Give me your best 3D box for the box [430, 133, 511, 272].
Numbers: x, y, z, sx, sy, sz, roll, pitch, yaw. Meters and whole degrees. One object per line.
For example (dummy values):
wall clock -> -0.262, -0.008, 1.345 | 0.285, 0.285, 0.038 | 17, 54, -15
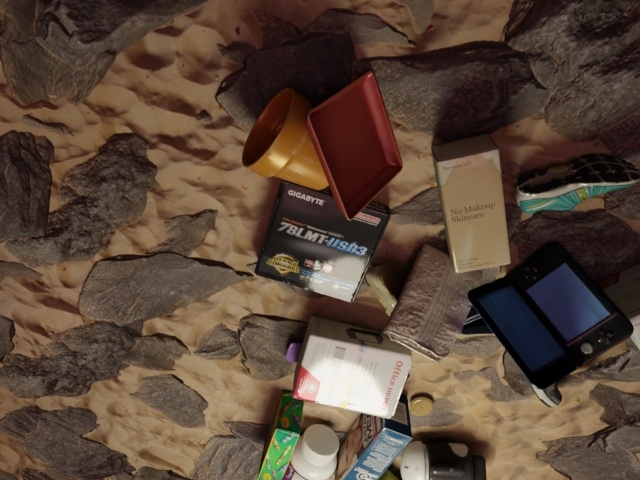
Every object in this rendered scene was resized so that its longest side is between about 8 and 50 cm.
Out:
box -> 0.372, -0.088, 1.217 | 0.148, 0.121, 0.311 | -13, 117, 12

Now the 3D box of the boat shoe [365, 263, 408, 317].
boat shoe -> 0.237, 0.185, 1.400 | 0.302, 0.109, 0.098 | 51, 152, -20

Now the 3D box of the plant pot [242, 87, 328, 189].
plant pot -> -0.050, -0.216, 1.150 | 0.188, 0.205, 0.205 | 29, 118, -28

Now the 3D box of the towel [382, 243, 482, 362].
towel -> 0.301, 0.166, 1.312 | 0.187, 0.049, 0.282 | 27, 78, -4

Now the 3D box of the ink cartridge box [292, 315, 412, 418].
ink cartridge box -> 0.089, 0.376, 1.466 | 0.306, 0.131, 0.226 | 14, 107, -6

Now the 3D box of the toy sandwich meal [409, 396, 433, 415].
toy sandwich meal -> 0.332, 0.543, 1.622 | 0.085, 0.029, 0.085 | 2, 114, 4

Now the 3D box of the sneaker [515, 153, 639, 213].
sneaker -> 0.621, -0.132, 1.204 | 0.275, 0.107, 0.110 | -11, 137, 15

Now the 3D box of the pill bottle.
pill bottle -> -0.041, 0.781, 1.701 | 0.169, 0.169, 0.301 | 18, 118, -5

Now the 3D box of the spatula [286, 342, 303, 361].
spatula -> 0.039, 0.382, 1.553 | 0.296, 0.030, 0.084 | 16, 119, -5

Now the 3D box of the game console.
game console -> 0.571, 0.178, 1.235 | 0.250, 0.293, 0.173 | -44, 152, 23

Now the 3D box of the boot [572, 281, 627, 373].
boot -> 0.677, 0.239, 1.330 | 0.248, 0.090, 0.207 | -21, 75, -5

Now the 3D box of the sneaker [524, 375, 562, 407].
sneaker -> 0.695, 0.361, 1.445 | 0.178, 0.124, 0.295 | -26, 113, 27

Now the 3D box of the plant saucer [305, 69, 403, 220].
plant saucer -> 0.076, -0.218, 1.125 | 0.048, 0.259, 0.258 | 3, 126, 43

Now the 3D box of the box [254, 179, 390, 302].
box -> 0.000, 0.000, 1.326 | 0.295, 0.073, 0.293 | 18, 119, -6

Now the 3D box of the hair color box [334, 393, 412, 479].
hair color box -> 0.165, 0.668, 1.619 | 0.105, 0.174, 0.347 | 23, 118, -8

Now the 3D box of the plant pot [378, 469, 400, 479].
plant pot -> 0.237, 0.953, 1.742 | 0.276, 0.276, 0.254 | -34, 100, 20

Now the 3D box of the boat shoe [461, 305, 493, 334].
boat shoe -> 0.529, 0.214, 1.382 | 0.301, 0.102, 0.108 | -6, 118, 8

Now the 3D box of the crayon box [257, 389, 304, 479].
crayon box -> -0.132, 0.661, 1.643 | 0.081, 0.165, 0.278 | 16, 119, -4

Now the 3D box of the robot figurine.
robot figurine -> 0.409, 0.772, 1.657 | 0.278, 0.173, 0.209 | 4, 117, 2

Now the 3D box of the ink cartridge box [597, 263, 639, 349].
ink cartridge box -> 0.846, 0.174, 1.293 | 0.128, 0.176, 0.127 | -28, 113, 18
